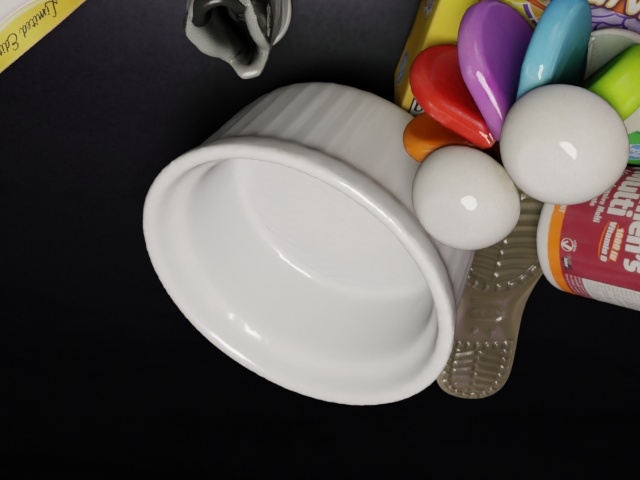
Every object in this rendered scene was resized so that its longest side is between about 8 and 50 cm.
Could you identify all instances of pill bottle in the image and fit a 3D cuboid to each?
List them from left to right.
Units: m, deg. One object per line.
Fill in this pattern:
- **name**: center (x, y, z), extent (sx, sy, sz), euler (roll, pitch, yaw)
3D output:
- **pill bottle**: center (0.301, 0.007, 0.641), extent (0.221, 0.121, 0.121), euler (15, 145, 47)

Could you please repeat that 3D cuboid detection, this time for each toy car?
- **toy car**: center (0.129, -0.092, 0.526), extent (0.136, 0.159, 0.182), euler (53, 138, -6)

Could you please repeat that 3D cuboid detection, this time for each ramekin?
- **ramekin**: center (0.000, 0.000, 0.681), extent (0.277, 0.135, 0.277), euler (17, 137, 17)

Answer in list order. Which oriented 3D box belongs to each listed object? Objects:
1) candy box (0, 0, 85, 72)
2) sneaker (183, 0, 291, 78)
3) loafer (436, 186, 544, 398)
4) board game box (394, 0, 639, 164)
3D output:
- **candy box**: center (-0.292, -0.244, 0.583), extent (0.159, 0.071, 0.233), euler (-30, 123, 24)
- **sneaker**: center (-0.074, -0.218, 0.555), extent (0.086, 0.132, 0.228), euler (-13, 128, 13)
- **loafer**: center (0.161, 0.026, 0.778), extent (0.102, 0.092, 0.268), euler (9, 113, -9)
- **board game box**: center (0.200, -0.175, 0.548), extent (0.242, 0.064, 0.316), euler (8, 153, -4)
